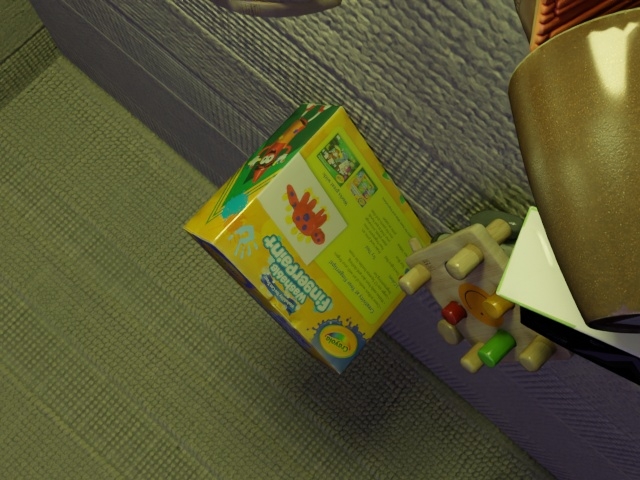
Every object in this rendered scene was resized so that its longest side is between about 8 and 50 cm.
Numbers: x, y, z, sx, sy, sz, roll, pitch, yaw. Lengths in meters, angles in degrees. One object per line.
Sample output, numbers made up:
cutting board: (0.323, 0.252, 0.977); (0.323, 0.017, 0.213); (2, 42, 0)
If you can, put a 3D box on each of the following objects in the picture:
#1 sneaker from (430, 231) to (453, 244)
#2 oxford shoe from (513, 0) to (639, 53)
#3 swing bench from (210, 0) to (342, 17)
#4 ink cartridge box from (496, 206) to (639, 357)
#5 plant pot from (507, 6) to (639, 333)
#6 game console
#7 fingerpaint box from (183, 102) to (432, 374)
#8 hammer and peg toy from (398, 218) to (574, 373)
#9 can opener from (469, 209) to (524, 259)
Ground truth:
sneaker: (0.328, 0.048, 1.217); (0.271, 0.100, 0.108); (36, 141, 37)
oxford shoe: (0.215, -0.259, 0.546); (0.363, 0.130, 0.132); (49, -161, -54)
swing bench: (-0.017, -0.352, 0.525); (0.165, 0.254, 0.253); (37, 166, 20)
ink cartridge box: (0.413, 0.070, 0.772); (0.353, 0.119, 0.207); (14, -172, -39)
plant pot: (0.281, -0.041, 0.549); (0.215, 0.230, 0.215); (2, 163, 1)
game console: (0.451, 0.151, 0.900); (0.361, 0.044, 0.213); (12, -169, -41)
fingerpaint box: (0.000, 0.000, 1.347); (0.445, 0.371, 0.163); (49, 165, -32)
hammer and peg toy: (0.254, 0.109, 1.120); (0.266, 0.127, 0.361); (52, 159, -2)
can opener: (0.358, 0.018, 1.029); (0.283, 0.076, 0.095); (23, 161, 52)
